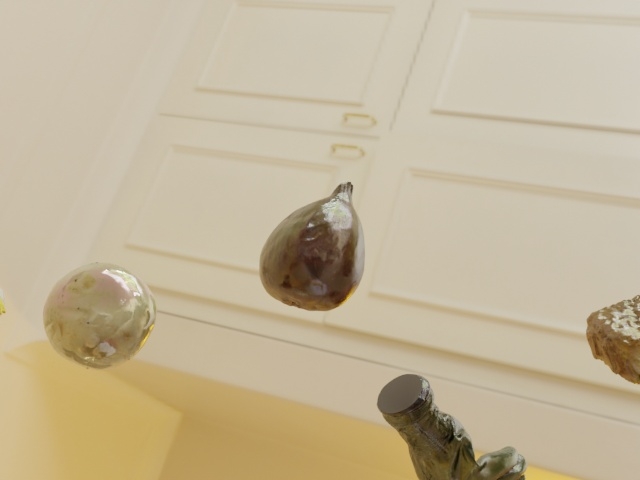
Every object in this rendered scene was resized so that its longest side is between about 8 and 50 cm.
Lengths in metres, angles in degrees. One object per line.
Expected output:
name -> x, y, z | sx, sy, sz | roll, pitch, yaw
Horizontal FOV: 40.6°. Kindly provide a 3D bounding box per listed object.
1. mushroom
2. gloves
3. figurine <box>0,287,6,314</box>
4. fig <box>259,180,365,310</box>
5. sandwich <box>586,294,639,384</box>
mushroom -> -0.166, 0.058, 0.656 | 0.067, 0.084, 0.083 | 86, -156, -60
gloves -> 0.166, 0.270, 1.094 | 0.268, 0.135, 0.107 | 41, -102, -29
figurine -> -0.514, 0.070, 1.159 | 0.178, 0.130, 0.109 | 22, -118, -30
fig -> 0.000, 0.000, 0.924 | 0.109, 0.103, 0.154 | 29, -113, -32
sandwich -> 0.434, 0.128, 0.904 | 0.288, 0.099, 0.254 | -25, -62, -10
